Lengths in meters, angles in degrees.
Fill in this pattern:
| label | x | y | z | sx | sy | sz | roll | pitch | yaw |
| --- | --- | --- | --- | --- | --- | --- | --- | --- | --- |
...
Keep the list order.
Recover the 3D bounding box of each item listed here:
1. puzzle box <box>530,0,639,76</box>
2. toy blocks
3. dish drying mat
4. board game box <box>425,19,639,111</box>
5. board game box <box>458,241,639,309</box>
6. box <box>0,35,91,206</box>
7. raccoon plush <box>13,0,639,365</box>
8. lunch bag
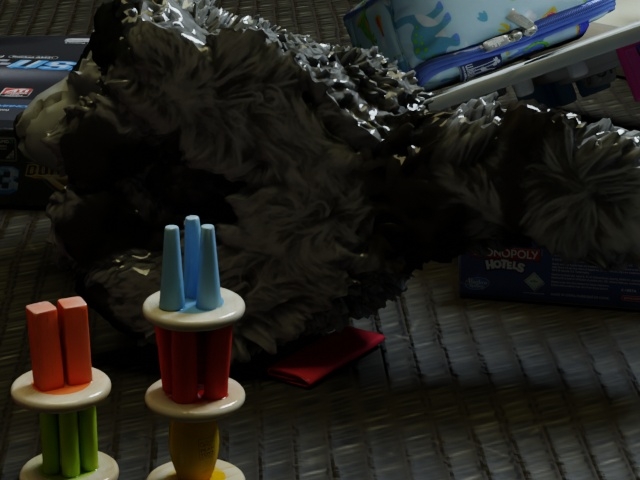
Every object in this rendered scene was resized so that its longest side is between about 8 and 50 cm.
| label | x | y | z | sx | sy | sz | roll | pitch | yaw |
| --- | --- | --- | --- | --- | --- | --- | --- | --- | --- |
| puzzle box | 0.411 | -0.196 | 1.850 | 0.409 | 0.052 | 0.272 | 18 | 26 | 41 |
| toy blocks | -0.099 | 0.059 | 0.986 | 0.123 | 0.148 | 0.054 | 3 | 19 | 9 |
| dish drying mat | 0.004 | 0.070 | 1.165 | 0.032 | 0.008 | 0.083 | 12 | 22 | 32 |
| board game box | 0.219 | -0.132 | 1.449 | 0.390 | 0.050 | 0.390 | -17 | 4 | 42 |
| board game box | 0.206 | -0.014 | 1.324 | 0.194 | 0.060 | 0.194 | 4 | 21 | 12 |
| box | -0.273 | -0.105 | 1.573 | 0.295 | 0.073 | 0.293 | 2 | 21 | 7 |
| raccoon plush | 0.014 | -0.043 | 1.248 | 0.446 | 0.216 | 0.299 | 16 | 17 | 1 |
| lunch bag | 0.123 | -0.175 | 1.485 | 0.176 | 0.090 | 0.219 | -22 | 3 | -12 |
